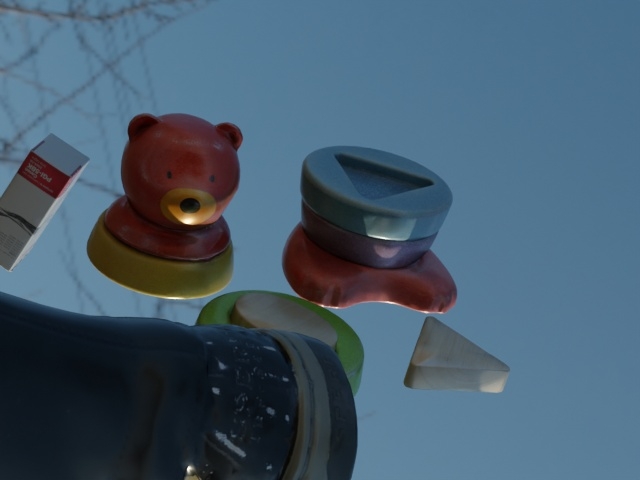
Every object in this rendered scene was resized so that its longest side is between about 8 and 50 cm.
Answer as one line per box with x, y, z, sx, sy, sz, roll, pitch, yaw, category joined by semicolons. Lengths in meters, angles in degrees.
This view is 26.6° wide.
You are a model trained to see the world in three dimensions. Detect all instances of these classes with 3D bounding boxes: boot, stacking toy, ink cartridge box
-0.127;0.081;0.374;0.236;0.179;0.085;-39;-131;26;boot
0.000;0.000;1.063;0.279;0.309;0.130;48;-49;49;stacking toy
-0.326;-0.044;1.525;0.135;0.056;0.099;-54;-173;14;ink cartridge box
